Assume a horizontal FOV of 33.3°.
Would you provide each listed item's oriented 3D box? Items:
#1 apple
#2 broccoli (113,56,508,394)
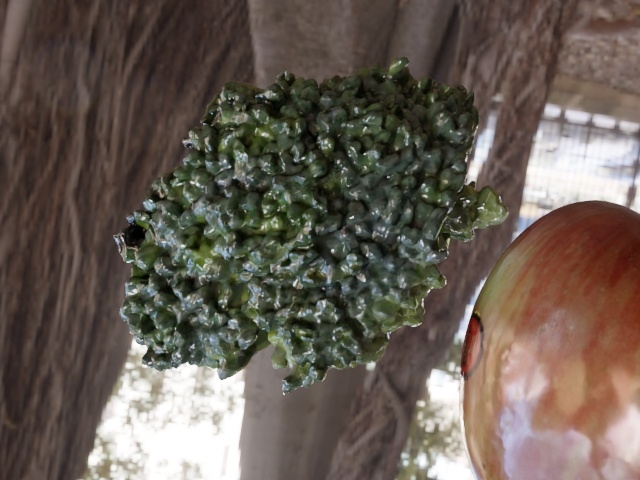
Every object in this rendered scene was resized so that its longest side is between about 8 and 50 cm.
[{"bbox_3d":[0.122,0.060,0.408,0.146,0.131,0.146,22,-172,-3],"label":"apple"},{"bbox_3d":[0.000,0.000,0.834,0.288,0.248,0.245,-6,165,22],"label":"broccoli"}]
